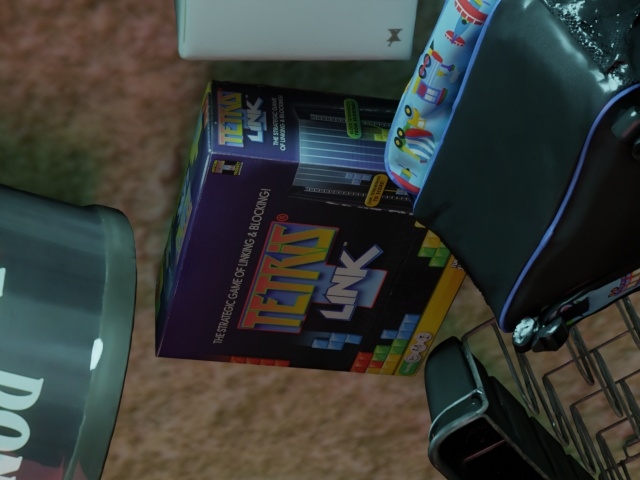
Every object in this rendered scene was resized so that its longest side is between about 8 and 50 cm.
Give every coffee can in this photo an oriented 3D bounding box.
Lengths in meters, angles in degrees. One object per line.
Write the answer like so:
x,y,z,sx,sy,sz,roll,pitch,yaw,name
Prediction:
-0.245,0.048,0.776,0.275,0.201,0.201,15,125,-19,coffee can

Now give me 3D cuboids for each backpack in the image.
0.135,-0.056,0.724,0.173,0.117,0.158,-20,148,-31,backpack

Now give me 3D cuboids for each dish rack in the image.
0.202,0.065,0.920,0.271,0.074,0.208,-31,137,15,dish rack

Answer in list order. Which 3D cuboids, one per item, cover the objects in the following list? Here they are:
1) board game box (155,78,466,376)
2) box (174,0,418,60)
0.000,0.000,0.845,0.141,0.048,0.170,4,143,-12,board game box
-0.011,-0.138,0.733,0.101,0.087,0.102,-1,129,-8,box
